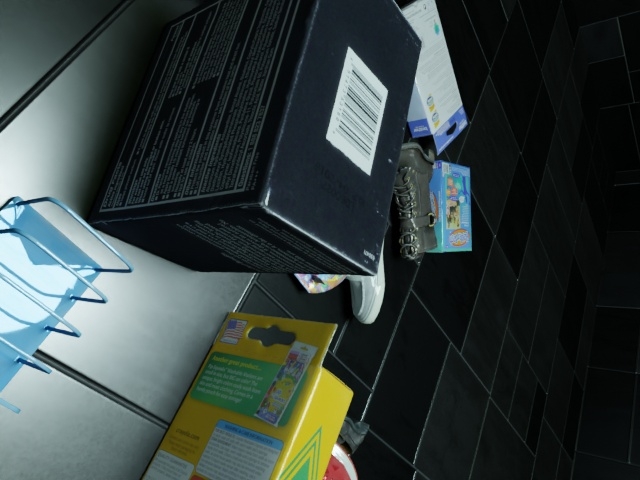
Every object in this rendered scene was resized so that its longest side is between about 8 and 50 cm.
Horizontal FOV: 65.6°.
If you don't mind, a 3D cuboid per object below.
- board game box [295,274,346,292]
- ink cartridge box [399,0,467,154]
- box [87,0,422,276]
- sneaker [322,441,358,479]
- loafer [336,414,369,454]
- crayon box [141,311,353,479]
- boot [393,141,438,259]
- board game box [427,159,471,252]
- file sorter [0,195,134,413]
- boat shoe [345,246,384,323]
[{"bbox_3d":[0.000,0.000,0.806,0.133,0.033,0.169,-45,110,-24],"label":"board game box"},{"bbox_3d":[0.234,-0.364,1.106,0.186,0.065,0.311,-45,119,-40],"label":"ink cartridge box"},{"bbox_3d":[-0.071,-0.125,0.568,0.182,0.294,0.296,32,65,-45],"label":"box"},{"bbox_3d":[-0.031,0.340,0.741,0.221,0.087,0.128,58,35,-9],"label":"sneaker"},{"bbox_3d":[0.025,0.323,0.845,0.170,0.062,0.061,38,66,-40],"label":"loafer"},{"bbox_3d":[-0.094,0.252,0.599,0.083,0.203,0.323,48,55,-37],"label":"crayon box"},{"bbox_3d":[0.179,-0.074,1.011,0.263,0.091,0.229,-4,91,-51],"label":"boot"},{"bbox_3d":[0.308,-0.077,1.192,0.160,0.047,0.210,1,88,-50],"label":"board game box"},{"bbox_3d":[-0.283,0.055,0.464,0.118,0.104,0.170,53,53,-33],"label":"file sorter"},{"bbox_3d":[0.066,0.035,0.900,0.081,0.079,0.228,5,85,-22],"label":"boat shoe"}]
